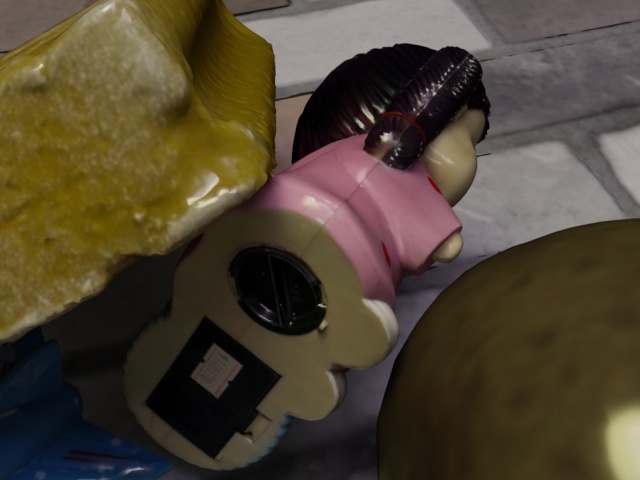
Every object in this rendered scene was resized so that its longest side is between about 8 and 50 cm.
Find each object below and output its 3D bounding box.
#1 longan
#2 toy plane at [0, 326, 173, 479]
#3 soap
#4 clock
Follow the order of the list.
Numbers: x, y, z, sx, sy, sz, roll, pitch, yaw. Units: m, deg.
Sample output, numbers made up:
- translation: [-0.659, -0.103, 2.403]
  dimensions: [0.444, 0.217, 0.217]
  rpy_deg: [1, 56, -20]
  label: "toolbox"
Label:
- translation: [0.131, 0.102, 0.416]
  dimensions: [0.246, 0.215, 0.246]
  rpy_deg: [8, 22, -3]
  label: "longan"
- translation: [-0.208, 0.128, 0.443]
  dimensions: [0.271, 0.105, 0.254]
  rpy_deg: [-33, 54, -29]
  label: "toy plane"
- translation: [-0.124, -0.054, 0.505]
  dimensions: [0.199, 0.091, 0.315]
  rpy_deg: [-29, 17, 9]
  label: "soap"
- translation: [0.000, 0.000, 0.522]
  dimensions: [0.100, 0.194, 0.195]
  rpy_deg: [39, 43, -1]
  label: "clock"
